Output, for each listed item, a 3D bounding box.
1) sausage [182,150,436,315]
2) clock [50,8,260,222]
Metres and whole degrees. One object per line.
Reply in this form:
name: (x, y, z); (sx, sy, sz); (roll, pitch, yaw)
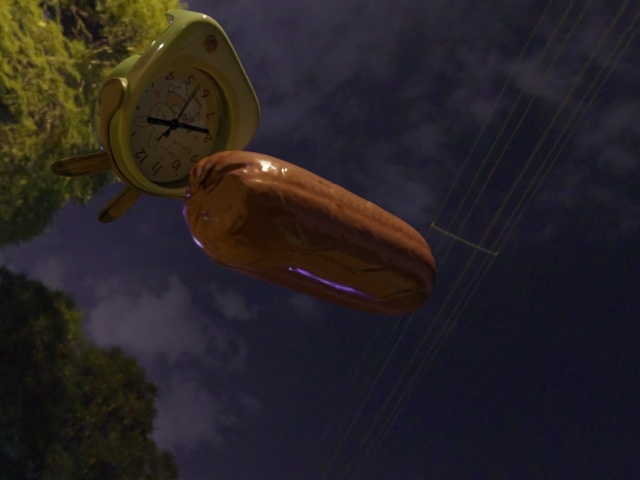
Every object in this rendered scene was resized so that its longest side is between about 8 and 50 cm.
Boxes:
sausage: (-0.001, 0.000, 0.580); (0.121, 0.304, 0.121); (-21, -121, 41)
clock: (-0.176, -0.124, 0.606); (0.069, 0.232, 0.170); (27, -23, 33)
